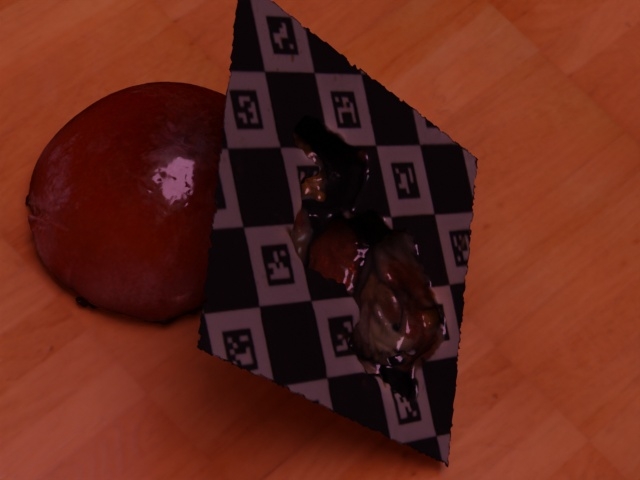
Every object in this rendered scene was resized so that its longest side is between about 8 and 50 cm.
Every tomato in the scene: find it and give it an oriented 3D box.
[{"bbox_3d":[-0.121,-0.056,1.502,0.199,0.112,0.228,41,57,13],"label":"tomato"}]

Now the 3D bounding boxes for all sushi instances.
[{"bbox_3d":[0.000,0.000,1.456,0.292,0.059,0.294,31,56,-40],"label":"sushi"}]
